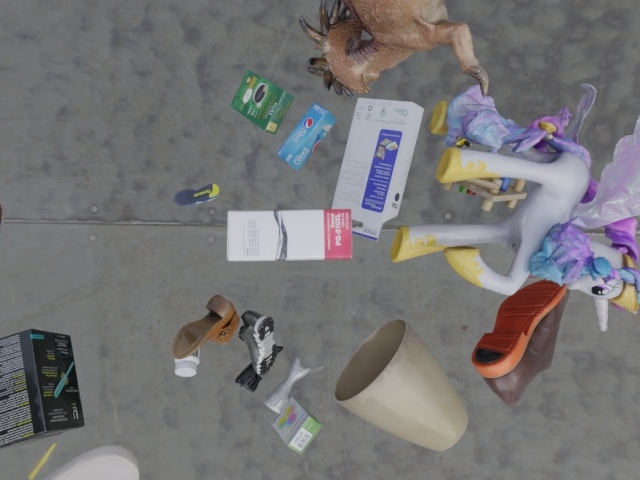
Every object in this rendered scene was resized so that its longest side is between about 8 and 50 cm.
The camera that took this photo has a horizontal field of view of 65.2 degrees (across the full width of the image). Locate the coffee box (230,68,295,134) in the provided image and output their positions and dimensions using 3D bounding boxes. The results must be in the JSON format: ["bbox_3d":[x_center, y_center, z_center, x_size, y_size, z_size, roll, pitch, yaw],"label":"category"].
[{"bbox_3d":[-0.152,-0.355,1.281,0.184,0.040,0.113,39,107,39],"label":"coffee box"}]

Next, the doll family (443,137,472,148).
[{"bbox_3d":[0.508,-0.359,1.675,0.193,0.111,0.076,-32,83,-7],"label":"doll family"}]

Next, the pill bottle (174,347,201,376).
[{"bbox_3d":[-0.420,0.356,1.589,0.078,0.078,0.137,-3,51,0],"label":"pill bottle"}]

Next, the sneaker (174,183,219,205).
[{"bbox_3d":[-0.395,-0.140,1.607,0.144,0.059,0.053,-13,84,-8],"label":"sneaker"}]

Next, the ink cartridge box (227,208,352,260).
[{"bbox_3d":[-0.061,-0.011,1.018,0.238,0.172,0.100,-1,90,-2],"label":"ink cartridge box"}]

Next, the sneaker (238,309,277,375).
[{"bbox_3d":[-0.183,0.286,1.432,0.106,0.078,0.234,27,134,30],"label":"sneaker"}]

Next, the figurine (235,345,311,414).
[{"bbox_3d":[-0.169,0.496,1.853,0.215,0.092,0.209,35,76,5],"label":"figurine"}]

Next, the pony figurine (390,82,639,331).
[{"bbox_3d":[0.317,-0.069,0.671,0.364,0.303,0.350,14,98,-10],"label":"pony figurine"}]

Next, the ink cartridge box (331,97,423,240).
[{"bbox_3d":[0.130,-0.173,1.219,0.165,0.065,0.332,19,97,38],"label":"ink cartridge box"}]

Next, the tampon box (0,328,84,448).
[{"bbox_3d":[-0.467,0.238,0.803,0.102,0.120,0.160,-18,73,-3],"label":"tampon box"}]

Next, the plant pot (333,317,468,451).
[{"bbox_3d":[0.217,0.373,1.216,0.274,0.256,0.256,42,92,-5],"label":"plant pot"}]

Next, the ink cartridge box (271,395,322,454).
[{"bbox_3d":[-0.087,0.569,1.586,0.062,0.209,0.109,43,80,-23],"label":"ink cartridge box"}]

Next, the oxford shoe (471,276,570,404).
[{"bbox_3d":[0.355,0.160,0.852,0.271,0.097,0.098,-38,103,-30],"label":"oxford shoe"}]

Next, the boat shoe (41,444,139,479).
[{"bbox_3d":[-0.410,0.407,0.746,0.340,0.158,0.127,-44,112,-5],"label":"boat shoe"}]

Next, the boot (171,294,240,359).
[{"bbox_3d":[-0.289,0.247,1.314,0.073,0.152,0.197,33,71,25],"label":"boot"}]

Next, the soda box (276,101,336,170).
[{"bbox_3d":[-0.046,-0.335,1.619,0.067,0.071,0.210,41,96,30],"label":"soda box"}]

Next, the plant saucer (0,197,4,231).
[{"bbox_3d":[-0.725,-0.029,0.862,0.311,0.310,0.050,26,132,-1],"label":"plant saucer"}]

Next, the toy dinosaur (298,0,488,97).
[{"bbox_3d":[0.058,-0.242,0.472,0.201,0.295,0.127,2,52,15],"label":"toy dinosaur"}]

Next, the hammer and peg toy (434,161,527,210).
[{"bbox_3d":[0.591,-0.206,1.881,0.266,0.362,0.127,36,121,38],"label":"hammer and peg toy"}]
